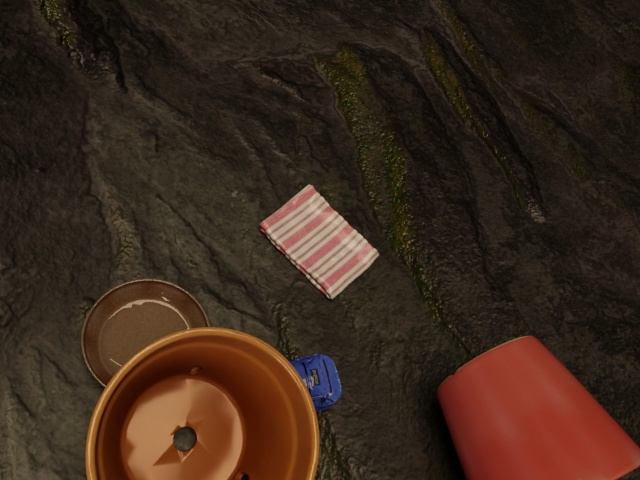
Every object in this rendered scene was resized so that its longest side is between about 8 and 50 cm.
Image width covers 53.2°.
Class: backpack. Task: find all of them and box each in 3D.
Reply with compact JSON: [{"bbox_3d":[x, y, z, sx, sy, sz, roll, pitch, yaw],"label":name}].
[{"bbox_3d":[-0.026,0.235,1.027,0.120,0.101,0.098,-4,72,-24],"label":"backpack"}]

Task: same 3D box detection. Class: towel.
[{"bbox_3d":[0.000,0.000,1.197,0.197,0.029,0.144,45,60,7],"label":"towel"}]

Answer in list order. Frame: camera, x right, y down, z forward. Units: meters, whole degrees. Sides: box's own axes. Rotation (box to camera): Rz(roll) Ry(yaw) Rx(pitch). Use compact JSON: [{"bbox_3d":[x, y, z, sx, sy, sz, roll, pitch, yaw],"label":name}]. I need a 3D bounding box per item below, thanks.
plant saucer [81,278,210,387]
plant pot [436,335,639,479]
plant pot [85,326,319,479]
[{"bbox_3d":[-0.276,0.159,1.020,0.198,0.036,0.199,7,62,-14],"label":"plant saucer"},{"bbox_3d":[0.330,0.306,1.030,0.274,0.275,0.243,-15,59,-24],"label":"plant pot"},{"bbox_3d":[-0.172,0.275,0.875,0.290,0.203,0.291,6,74,-21],"label":"plant pot"}]
